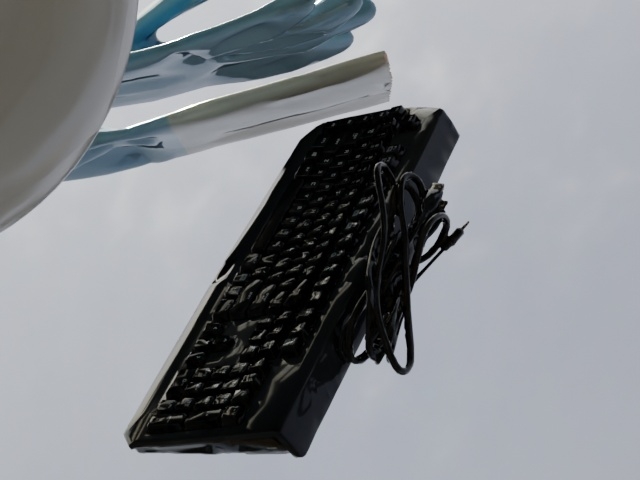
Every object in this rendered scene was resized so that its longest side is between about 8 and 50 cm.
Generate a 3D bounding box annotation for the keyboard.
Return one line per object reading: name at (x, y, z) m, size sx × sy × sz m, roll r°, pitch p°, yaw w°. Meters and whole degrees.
keyboard at (0.000, 0.000, 0.641) m, size 0.100 × 0.192 × 0.038 m, roll -4°, pitch -53°, yaw 28°

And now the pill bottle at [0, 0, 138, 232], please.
pill bottle at (-0.173, -0.073, 0.496) m, size 0.264 × 0.146 × 0.146 m, roll 8°, pitch -84°, yaw 54°

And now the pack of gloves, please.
pack of gloves at (-0.089, -0.060, 0.684) m, size 0.232 × 0.195 × 0.046 m, roll -15°, pitch -95°, yaw 1°
